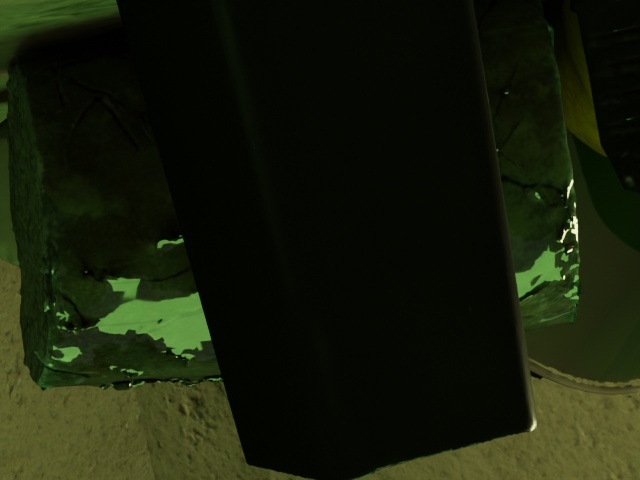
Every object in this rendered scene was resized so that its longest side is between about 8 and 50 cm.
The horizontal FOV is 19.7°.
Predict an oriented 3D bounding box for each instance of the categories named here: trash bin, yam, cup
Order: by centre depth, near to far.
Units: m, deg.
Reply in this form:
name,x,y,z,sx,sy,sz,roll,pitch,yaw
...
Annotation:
name,x,y,z,sx,sy,sz,roll,pitch,yaw
trash bin,0.005,-0.022,0.788,0.115,0.226,0.165,-14,-179,-20
yam,-0.011,-0.036,1.065,0.348,0.241,0.241,-10,-179,-11
cup,0.239,-0.057,1.419,0.253,0.253,0.274,-11,-156,46

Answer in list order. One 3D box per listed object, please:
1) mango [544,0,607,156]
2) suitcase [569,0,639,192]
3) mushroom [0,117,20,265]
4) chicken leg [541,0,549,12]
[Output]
name,x,y,z,sx,sy,sz,roll,pitch,yaw
mango,0.227,-0.109,1.081,0.195,0.142,0.331,6,-179,2
suitcase,0.248,-0.107,0.513,0.335,0.152,0.229,-12,180,24
mushroom,-0.107,-0.060,1.319,0.159,0.122,0.328,8,-167,34
chicken leg,0.171,-0.174,1.418,0.083,0.021,0.036,-10,172,-25
